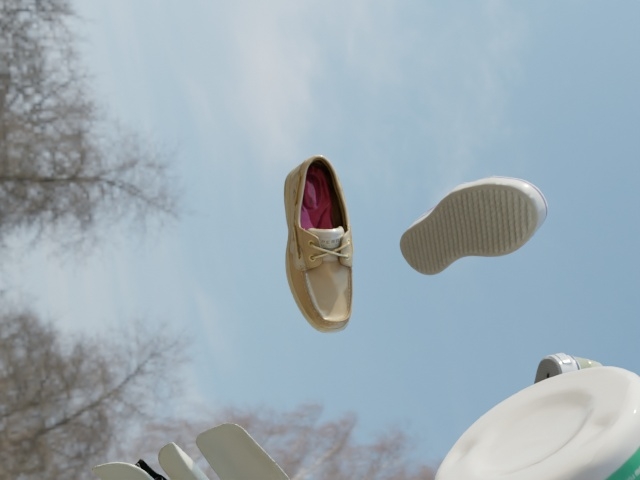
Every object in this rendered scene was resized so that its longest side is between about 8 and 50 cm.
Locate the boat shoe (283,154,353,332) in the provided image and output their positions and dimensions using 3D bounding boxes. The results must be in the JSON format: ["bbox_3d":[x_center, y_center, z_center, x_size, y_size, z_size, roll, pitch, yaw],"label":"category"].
[{"bbox_3d":[0.000,0.000,0.865,0.059,0.063,0.170,130,-49,-65],"label":"boat shoe"}]

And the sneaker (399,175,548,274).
[{"bbox_3d":[0.229,-0.050,1.234,0.102,0.161,0.282,58,-27,-5],"label":"sneaker"}]

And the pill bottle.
[{"bbox_3d":[0.269,0.307,0.787,0.361,0.204,0.204,58,-27,-7],"label":"pill bottle"}]

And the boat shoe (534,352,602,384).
[{"bbox_3d":[0.364,0.318,1.369,0.109,0.094,0.302,-155,-109,-74],"label":"boat shoe"}]

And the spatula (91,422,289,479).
[{"bbox_3d":[-0.070,0.261,0.831,0.242,0.168,0.019,54,25,-24],"label":"spatula"}]

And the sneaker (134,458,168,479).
[{"bbox_3d":[-0.191,0.368,1.222,0.089,0.170,0.051,-58,179,9],"label":"sneaker"}]
